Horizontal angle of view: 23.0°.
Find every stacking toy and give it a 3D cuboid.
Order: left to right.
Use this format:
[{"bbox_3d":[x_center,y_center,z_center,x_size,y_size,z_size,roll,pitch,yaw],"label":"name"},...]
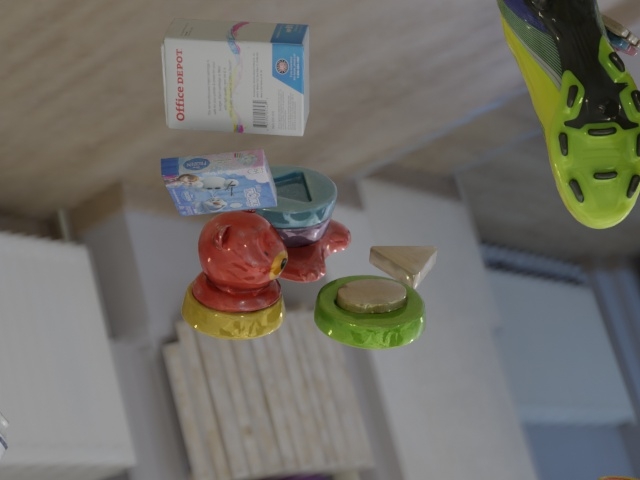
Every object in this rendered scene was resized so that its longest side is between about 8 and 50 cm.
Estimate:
[{"bbox_3d":[0.000,0.000,1.860,0.279,0.130,0.309,9,-153,8],"label":"stacking toy"}]

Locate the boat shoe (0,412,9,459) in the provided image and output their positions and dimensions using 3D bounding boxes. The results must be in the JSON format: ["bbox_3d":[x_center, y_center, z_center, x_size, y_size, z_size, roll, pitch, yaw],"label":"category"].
[{"bbox_3d":[-0.268,0.031,1.051,0.084,0.258,0.095,-32,171,-16],"label":"boat shoe"}]

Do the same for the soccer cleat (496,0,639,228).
[{"bbox_3d":[0.230,-0.148,1.455,0.093,0.289,0.121,-13,170,-7],"label":"soccer cleat"}]

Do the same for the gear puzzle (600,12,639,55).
[{"bbox_3d":[0.190,-0.286,1.725,0.044,0.339,0.175,-61,165,10],"label":"gear puzzle"}]

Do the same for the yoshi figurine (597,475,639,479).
[{"bbox_3d":[0.282,0.441,1.717,0.203,0.362,0.203,2,-177,15],"label":"yoshi figurine"}]

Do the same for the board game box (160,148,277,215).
[{"bbox_3d":[-0.088,-0.050,1.384,0.090,0.020,0.090,-7,158,4],"label":"board game box"}]

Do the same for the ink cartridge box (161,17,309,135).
[{"bbox_3d":[-0.072,-0.142,1.367,0.122,0.052,0.089,3,121,4],"label":"ink cartridge box"}]
